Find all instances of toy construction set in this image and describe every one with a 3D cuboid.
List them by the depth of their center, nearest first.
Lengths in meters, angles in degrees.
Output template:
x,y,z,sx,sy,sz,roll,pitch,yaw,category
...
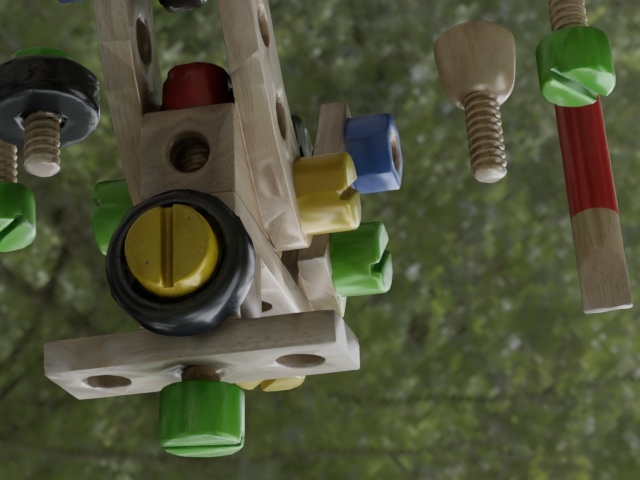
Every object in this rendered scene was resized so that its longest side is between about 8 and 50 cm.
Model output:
x,y,z,sx,sy,sz,roll,pitch,yaw,category
0.000,0.000,0.815,0.257,0.309,0.237,112,-24,-58,toy construction set
